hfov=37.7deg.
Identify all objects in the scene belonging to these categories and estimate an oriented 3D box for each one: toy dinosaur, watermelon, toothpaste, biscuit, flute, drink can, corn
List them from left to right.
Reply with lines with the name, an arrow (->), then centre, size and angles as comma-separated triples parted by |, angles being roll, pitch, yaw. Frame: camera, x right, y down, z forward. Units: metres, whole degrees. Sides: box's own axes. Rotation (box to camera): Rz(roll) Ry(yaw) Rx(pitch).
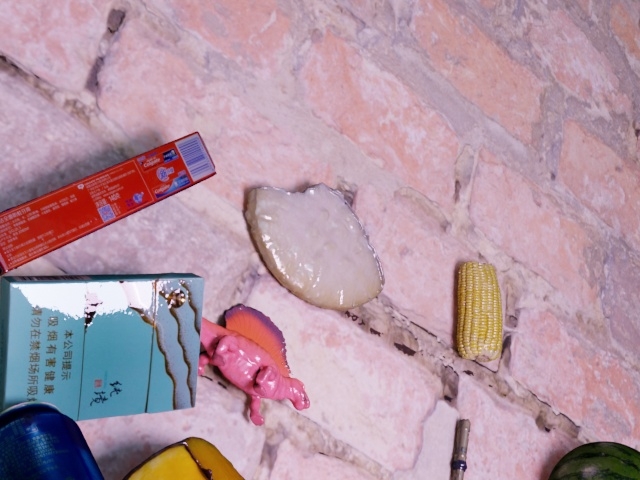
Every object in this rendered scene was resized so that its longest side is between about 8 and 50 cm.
drink can -> -0.267, 0.262, 0.927 | 0.118, 0.118, 0.205 | 5, 34, -40
toothpaste -> -0.266, -0.044, 1.107 | 0.320, 0.076, 0.066 | -30, 98, -43
toy dinosaur -> -0.114, 0.119, 1.210 | 0.286, 0.070, 0.139 | 41, 42, -17
biscuit -> 0.000, 0.000, 1.353 | 0.265, 0.040, 0.188 | 33, 60, -30
flute -> 0.207, 0.384, 1.426 | 0.027, 0.027, 0.233 | 29, 59, -32
corn -> 0.258, 0.115, 1.531 | 0.085, 0.063, 0.165 | 6, 70, -15
watermelon -> 0.476, 0.419, 1.523 | 0.188, 0.214, 0.188 | 24, 57, -43

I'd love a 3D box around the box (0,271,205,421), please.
box -> -0.242, 0.118, 1.050 | 0.229, 0.041, 0.162 | 1, 99, -35

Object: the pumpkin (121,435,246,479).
pumpkin -> -0.126, 0.371, 1.095 | 0.169, 0.148, 0.312 | -40, 98, -2
